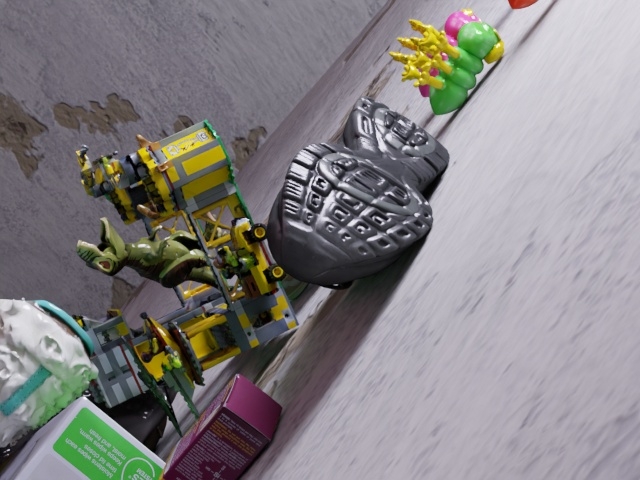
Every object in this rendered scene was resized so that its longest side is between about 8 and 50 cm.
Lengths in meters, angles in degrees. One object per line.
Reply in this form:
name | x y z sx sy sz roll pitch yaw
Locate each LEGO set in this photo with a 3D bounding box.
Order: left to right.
LEGO set | -0.165 0.034 1.519 0.192 0.255 0.331 -26 13 -14

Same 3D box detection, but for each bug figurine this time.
bug figurine | 0.149 -0.215 1.539 0.216 0.072 0.279 -57 10 8

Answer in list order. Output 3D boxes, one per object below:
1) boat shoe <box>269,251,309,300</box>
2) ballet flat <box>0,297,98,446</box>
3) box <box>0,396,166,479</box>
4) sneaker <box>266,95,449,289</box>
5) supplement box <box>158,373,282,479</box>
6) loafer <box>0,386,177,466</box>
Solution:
boat shoe | -0.024 0.016 1.544 0.135 0.045 0.050 -41 29 60
ballet flat | -0.329 0.131 1.530 0.147 0.147 0.409 -54 16 -23
box | -0.233 0.268 1.318 0.231 0.126 0.262 -53 7 -26
sneaker | 0.018 -0.010 1.277 0.130 0.109 0.286 -56 -5 22
supplement box | -0.071 0.144 1.213 0.083 0.043 0.055 -50 6 22
loafer | -0.241 0.245 1.608 0.366 0.133 0.130 -45 -28 -52
